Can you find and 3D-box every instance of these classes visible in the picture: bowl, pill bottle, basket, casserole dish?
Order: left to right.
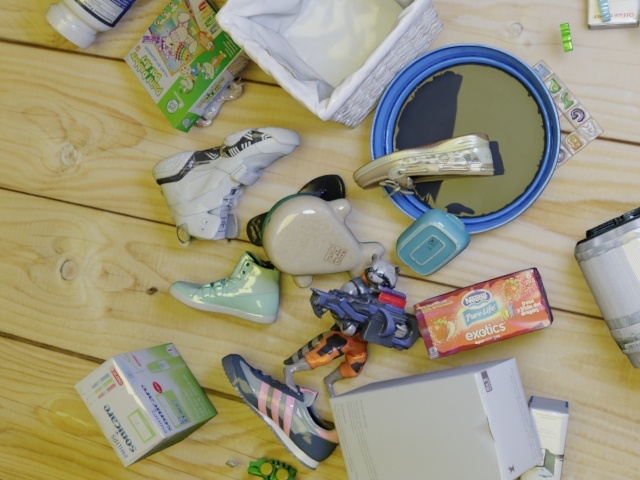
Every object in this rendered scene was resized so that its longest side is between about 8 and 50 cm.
[{"bbox_3d":[-0.510,-0.584,2.068,0.265,0.153,0.153,-45,78,12],"label":"pill bottle"},{"bbox_3d":[0.032,-0.456,1.843,0.328,0.266,0.331,44,103,12],"label":"basket"},{"bbox_3d":[0.227,0.011,1.850,0.114,0.037,0.188,40,137,-4],"label":"casserole dish"},{"bbox_3d":[0.300,-0.209,1.850,0.391,0.077,0.391,1,93,20],"label":"bowl"}]

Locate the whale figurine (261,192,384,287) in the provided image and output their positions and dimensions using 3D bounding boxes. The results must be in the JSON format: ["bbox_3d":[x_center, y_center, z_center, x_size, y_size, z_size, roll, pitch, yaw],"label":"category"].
[{"bbox_3d":[0.000,0.000,1.912,0.272,0.141,0.216,21,103,-25],"label":"whale figurine"}]

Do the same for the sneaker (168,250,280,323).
[{"bbox_3d":[-0.210,0.087,2.006,0.255,0.094,0.151,12,99,7],"label":"sneaker"}]

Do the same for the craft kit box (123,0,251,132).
[{"bbox_3d":[-0.301,-0.418,2.019,0.247,0.061,0.250,-47,64,19],"label":"craft kit box"}]

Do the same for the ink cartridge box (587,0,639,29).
[{"bbox_3d":[0.587,-0.494,1.781,0.099,0.056,0.135,1,90,18],"label":"ink cartridge box"}]

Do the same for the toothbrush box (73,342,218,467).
[{"bbox_3d":[-0.376,0.353,1.961,0.122,0.283,0.206,-38,79,14],"label":"toothbrush box"}]

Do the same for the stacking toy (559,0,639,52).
[{"bbox_3d":[0.547,-0.492,1.741,0.167,0.052,0.221,-8,89,21],"label":"stacking toy"}]

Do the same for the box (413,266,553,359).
[{"bbox_3d":[0.334,0.148,1.822,0.256,0.128,0.123,-19,85,17],"label":"box"}]

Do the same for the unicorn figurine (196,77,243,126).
[{"bbox_3d":[-0.243,-0.332,2.042,0.111,0.060,0.162,34,115,13],"label":"unicorn figurine"}]

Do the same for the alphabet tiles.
[{"bbox_3d":[0.430,-0.226,1.855,0.237,0.009,0.198,-40,79,13],"label":"alphabet tiles"}]

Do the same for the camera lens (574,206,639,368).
[{"bbox_3d":[0.627,0.077,1.684,0.219,0.219,0.274,-25,83,16],"label":"camera lens"}]

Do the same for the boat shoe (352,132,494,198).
[{"bbox_3d":[0.204,-0.140,1.791,0.285,0.104,0.089,-14,85,19],"label":"boat shoe"}]

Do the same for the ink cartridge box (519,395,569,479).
[{"bbox_3d":[0.446,0.421,1.783,0.082,0.139,0.191,6,92,15],"label":"ink cartridge box"}]

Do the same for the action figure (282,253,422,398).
[{"bbox_3d":[0.039,0.167,1.858,0.330,0.341,0.178,-54,42,5],"label":"action figure"}]

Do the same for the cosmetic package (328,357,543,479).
[{"bbox_3d":[0.220,0.374,1.772,0.385,0.156,0.217,-16,86,40],"label":"cosmetic package"}]

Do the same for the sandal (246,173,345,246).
[{"bbox_3d":[-0.053,-0.059,1.979,0.254,0.054,0.097,-32,81,15],"label":"sandal"}]

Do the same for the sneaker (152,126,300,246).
[{"bbox_3d":[-0.194,-0.118,1.985,0.365,0.137,0.210,-15,86,22],"label":"sneaker"}]

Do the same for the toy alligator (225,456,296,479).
[{"bbox_3d":[-0.120,0.514,2.007,0.189,0.056,0.051,16,53,18],"label":"toy alligator"}]

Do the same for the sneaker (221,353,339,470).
[{"bbox_3d":[-0.079,0.348,1.968,0.131,0.112,0.319,-45,85,6],"label":"sneaker"}]
